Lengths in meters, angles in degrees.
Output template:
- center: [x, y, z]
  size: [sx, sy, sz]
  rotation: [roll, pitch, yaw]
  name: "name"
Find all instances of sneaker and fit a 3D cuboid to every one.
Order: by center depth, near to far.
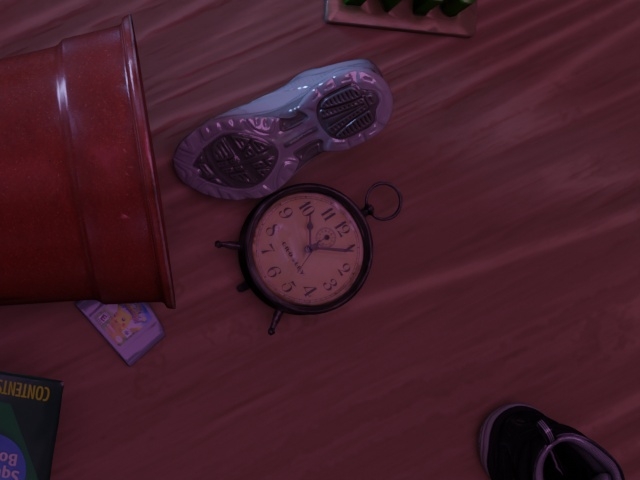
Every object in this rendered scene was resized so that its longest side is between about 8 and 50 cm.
- center: [-0.034, -0.113, 1.576]
  size: [0.232, 0.115, 0.090]
  rotation: [-19, 110, 11]
  name: "sneaker"
- center: [0.258, 0.287, 1.579]
  size: [0.101, 0.153, 0.269]
  rotation: [-31, 93, -12]
  name: "sneaker"

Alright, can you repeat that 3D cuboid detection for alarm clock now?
- center: [0.000, 0.000, 1.585]
  size: [0.192, 0.064, 0.129]
  rotation: [-31, 93, -10]
  name: "alarm clock"

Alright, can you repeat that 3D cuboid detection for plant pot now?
- center: [-0.281, -0.053, 1.438]
  size: [0.265, 0.272, 0.273]
  rotation: [-8, 88, -5]
  name: "plant pot"

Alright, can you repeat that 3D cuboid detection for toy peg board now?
- center: [0.094, -0.299, 1.618]
  size: [0.161, 0.079, 0.161]
  rotation: [4, 86, -13]
  name: "toy peg board"

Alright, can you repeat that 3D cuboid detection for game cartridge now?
- center: [-0.195, 0.076, 1.562]
  size: [0.056, 0.017, 0.083]
  rotation: [-43, 96, -16]
  name: "game cartridge"

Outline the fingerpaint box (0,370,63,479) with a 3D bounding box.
- center: [-0.475, 0.273, 1.365]
  size: [0.444, 0.163, 0.371]
  rotation: [12, 74, -16]
  name: "fingerpaint box"
